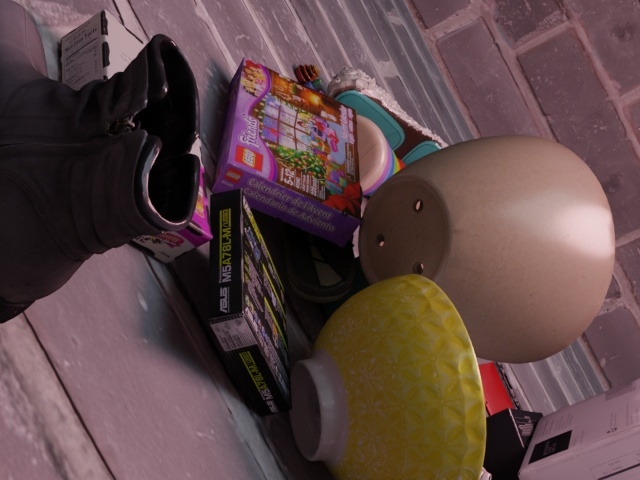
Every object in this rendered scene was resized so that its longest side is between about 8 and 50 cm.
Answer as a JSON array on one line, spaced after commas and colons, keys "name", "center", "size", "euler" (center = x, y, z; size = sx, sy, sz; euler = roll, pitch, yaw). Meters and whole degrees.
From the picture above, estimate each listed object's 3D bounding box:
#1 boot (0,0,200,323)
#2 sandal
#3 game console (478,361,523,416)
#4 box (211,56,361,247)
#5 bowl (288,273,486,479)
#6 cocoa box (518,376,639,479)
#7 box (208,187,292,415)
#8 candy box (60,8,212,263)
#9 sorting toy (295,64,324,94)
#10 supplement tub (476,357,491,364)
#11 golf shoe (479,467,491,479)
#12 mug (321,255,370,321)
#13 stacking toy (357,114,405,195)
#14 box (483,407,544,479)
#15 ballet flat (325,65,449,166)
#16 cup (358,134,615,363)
[{"name": "boot", "center": [-0.200, -0.110, 0.729], "size": [0.118, 0.222, 0.338], "euler": [32, 37, -54]}, {"name": "sandal", "center": [-0.002, 0.001, 1.280], "size": [0.303, 0.120, 0.086], "euler": [-82, 171, -53]}, {"name": "game console", "center": [0.362, 0.319, 1.880], "size": [0.124, 0.085, 0.144], "euler": [122, -54, -77]}, {"name": "box", "center": [-0.042, -0.135, 1.263], "size": [0.200, 0.057, 0.293], "euler": [22, 36, -17]}, {"name": "bowl", "center": [0.052, 0.189, 1.028], "size": [0.156, 0.289, 0.290], "euler": [-3, 59, -21]}, {"name": "cocoa box", "center": [0.509, 0.412, 1.512], "size": [0.228, 0.231, 0.347], "euler": [64, 19, 5]}, {"name": "box", "center": [-0.078, 0.071, 0.988], "size": [0.191, 0.045, 0.184], "euler": [70, 8, -47]}, {"name": "candy box", "center": [-0.201, -0.112, 0.949], "size": [0.159, 0.071, 0.234], "euler": [39, 32, -48]}, {"name": "sorting toy", "center": [-0.011, -0.297, 1.682], "size": [0.102, 0.042, 0.061], "euler": [63, 20, -1]}, {"name": "supplement tub", "center": [0.281, 0.050, 1.681], "size": [0.241, 0.241, 0.331], "euler": [31, 37, -55]}, {"name": "golf shoe", "center": [0.232, 0.375, 1.389], "size": [0.067, 0.086, 0.186], "euler": [40, 29, -45]}, {"name": "mug", "center": [0.062, 0.103, 1.288], "size": [0.129, 0.097, 0.158], "euler": [48, 26, -37]}, {"name": "stacking toy", "center": [0.090, -0.131, 1.633], "size": [0.141, 0.141, 0.330], "euler": [68, 14, 12]}, {"name": "box", "center": [0.386, 0.428, 1.675], "size": [0.261, 0.103, 0.184], "euler": [25, 40, -60]}, {"name": "ballet flat", "center": [0.167, -0.215, 1.818], "size": [0.409, 0.147, 0.147], "euler": [43, 27, -28]}, {"name": "cup", "center": [0.191, 0.003, 1.201], "size": [0.236, 0.331, 0.331], "euler": [6, 57, -40]}]
